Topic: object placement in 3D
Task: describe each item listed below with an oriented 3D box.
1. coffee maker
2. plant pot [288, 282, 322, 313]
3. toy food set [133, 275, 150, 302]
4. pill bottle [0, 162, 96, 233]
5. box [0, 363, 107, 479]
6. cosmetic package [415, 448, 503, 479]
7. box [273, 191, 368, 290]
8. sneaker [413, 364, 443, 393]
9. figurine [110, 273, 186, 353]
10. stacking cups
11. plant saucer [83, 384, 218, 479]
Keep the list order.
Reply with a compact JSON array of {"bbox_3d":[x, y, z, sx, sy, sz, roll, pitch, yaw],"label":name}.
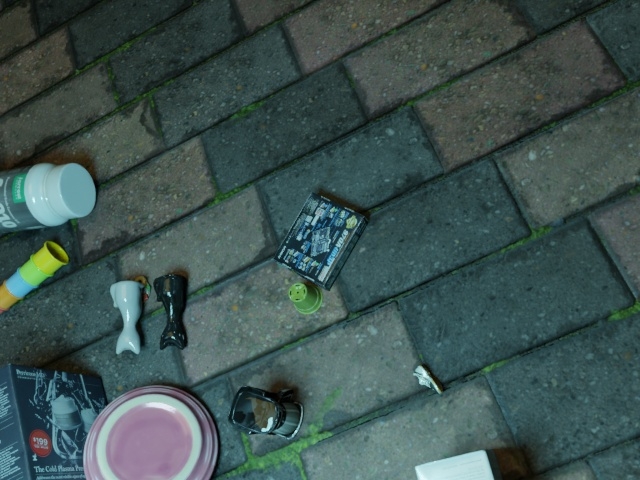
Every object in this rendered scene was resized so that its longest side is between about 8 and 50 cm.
[{"bbox_3d":[-0.151,0.422,1.550,0.171,0.178,0.120,-10,68,17],"label":"coffee maker"},{"bbox_3d":[-0.046,0.144,1.663,0.083,0.079,0.083,-7,69,18],"label":"plant pot"},{"bbox_3d":[-0.539,0.152,1.879,0.083,0.020,0.082,-35,64,6],"label":"toy food set"},{"bbox_3d":[-0.916,-0.137,2.019,0.361,0.204,0.204,-7,69,18],"label":"pill bottle"},{"bbox_3d":[-0.710,0.511,1.638,0.179,0.343,0.312,-30,65,10],"label":"box"},{"bbox_3d":[0.327,0.632,1.279,0.156,0.217,0.384,-20,68,13],"label":"cosmetic package"},{"bbox_3d":[0.000,0.000,1.712,0.175,0.051,0.220,26,82,26],"label":"box"},{"bbox_3d":[0.256,0.337,1.514,0.037,0.032,0.083,-49,57,14],"label":"sneaker"},{"bbox_3d":[-0.482,0.214,1.791,0.215,0.092,0.209,-8,74,8],"label":"figurine"},{"bbox_3d":[-0.941,0.134,1.995,0.316,0.096,0.096,-39,63,4],"label":"stacking cups"},{"bbox_3d":[-0.425,0.519,1.594,0.333,0.084,0.331,4,59,-7],"label":"plant saucer"}]
